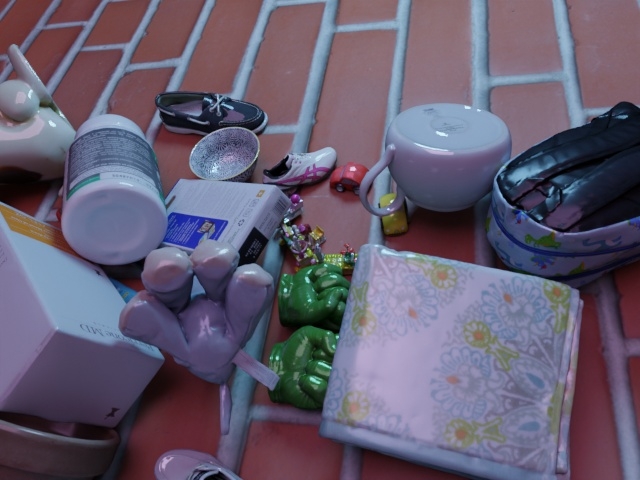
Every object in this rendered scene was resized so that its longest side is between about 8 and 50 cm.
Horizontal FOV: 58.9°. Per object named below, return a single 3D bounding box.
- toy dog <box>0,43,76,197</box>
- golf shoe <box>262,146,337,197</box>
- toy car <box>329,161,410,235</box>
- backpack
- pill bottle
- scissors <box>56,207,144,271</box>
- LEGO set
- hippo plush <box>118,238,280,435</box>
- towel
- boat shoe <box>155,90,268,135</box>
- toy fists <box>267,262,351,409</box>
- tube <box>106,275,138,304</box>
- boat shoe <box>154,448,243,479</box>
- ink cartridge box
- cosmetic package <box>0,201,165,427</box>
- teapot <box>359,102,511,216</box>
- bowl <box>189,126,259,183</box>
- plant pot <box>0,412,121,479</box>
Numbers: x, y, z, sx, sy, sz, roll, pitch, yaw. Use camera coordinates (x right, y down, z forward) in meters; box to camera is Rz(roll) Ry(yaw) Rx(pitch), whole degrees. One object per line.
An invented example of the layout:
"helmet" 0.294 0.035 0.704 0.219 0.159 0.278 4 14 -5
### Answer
"toy dog" -0.823 -0.210 1.419 0.407 0.284 0.396 -34 90 -14
"golf shoe" -0.044 -0.164 1.275 0.186 0.086 0.067 -32 52 -12
"toy car" 0.161 -0.142 1.227 0.225 0.053 0.239 -36 54 -13
"backpack" 0.467 -0.066 0.995 0.355 0.274 0.290 -15 51 -25
"pill bottle" -0.458 -0.128 1.253 0.204 0.204 0.361 -23 41 -4
"scissors" -0.483 0.007 1.261 0.297 0.109 0.021 39 112 31
"LEGO set" 0.000 0.000 1.128 0.287 0.107 0.132 31 66 31
"hippo plush" -0.187 0.122 1.002 0.234 0.236 0.294 -44 99 -4
"towel" 0.210 0.194 0.887 0.374 0.090 0.321 12 71 8
"boat shoe" -0.285 -0.328 1.449 0.302 0.091 0.114 2 55 15
"toy fists" -0.010 0.163 1.018 0.142 0.096 0.279 -4 53 12
"tube" -0.381 0.139 1.161 0.207 0.052 0.080 26 80 24
"boat shoe" -0.178 0.387 0.906 0.226 0.076 0.083 12 58 22
"ink cartridge box" -0.234 -0.041 1.188 0.370 0.069 0.176 11 64 45
"cosmetic package" -0.505 0.119 1.040 0.162 0.230 0.453 -52 52 1
"teapot" 0.237 -0.139 1.103 0.255 0.187 0.252 15 40 20
"bowl" -0.214 -0.179 1.330 0.170 0.080 0.170 -6 53 8
"plant pot" -0.484 0.391 0.900 0.262 0.263 0.230 12 77 21
